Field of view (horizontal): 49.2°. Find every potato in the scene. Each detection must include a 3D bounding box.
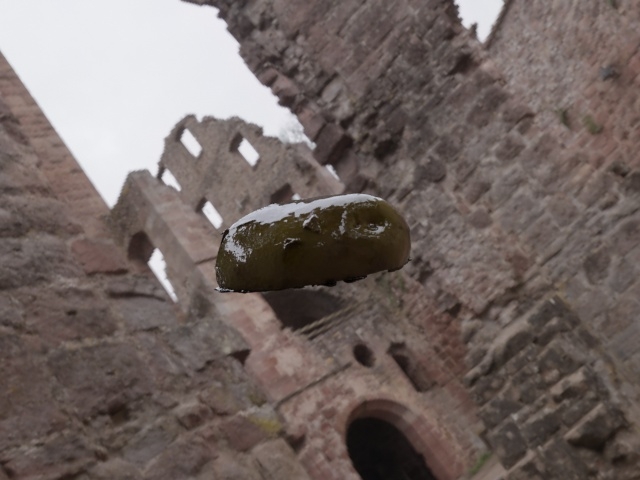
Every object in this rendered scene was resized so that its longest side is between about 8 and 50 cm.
[{"bbox_3d":[0.000,0.000,0.815,0.243,0.098,0.138,-12,9,-22],"label":"potato"}]
